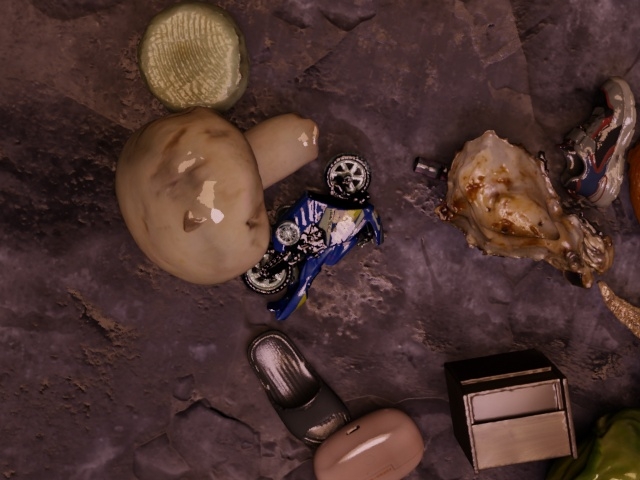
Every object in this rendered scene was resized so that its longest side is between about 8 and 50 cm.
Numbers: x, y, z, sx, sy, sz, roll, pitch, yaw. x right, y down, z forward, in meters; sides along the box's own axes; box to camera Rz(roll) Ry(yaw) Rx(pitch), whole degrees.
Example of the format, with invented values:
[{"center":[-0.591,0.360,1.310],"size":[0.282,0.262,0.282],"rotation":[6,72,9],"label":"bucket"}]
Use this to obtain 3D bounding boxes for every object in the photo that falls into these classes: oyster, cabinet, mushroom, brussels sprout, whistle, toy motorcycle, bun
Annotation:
[{"center":[0.356,-0.045,1.729],"size":[0.337,0.133,0.198],"rotation":[29,99,-4],"label":"oyster"},{"center":[0.320,0.291,1.756],"size":[0.175,0.215,0.148],"rotation":[-9,97,-1],"label":"cabinet"},{"center":[-0.155,-0.093,1.684],"size":[0.336,0.314,0.314],"rotation":[-28,97,-24],"label":"mushroom"},{"center":[0.511,0.427,1.758],"size":[0.227,0.259,0.294],"rotation":[38,53,16],"label":"brussels sprout"},{"center":[0.247,-0.109,1.801],"size":[0.176,0.033,0.033],"rotation":[17,96,-3],"label":"whistle"},{"center":[0.000,0.000,1.770],"size":[0.169,0.113,0.315],"rotation":[39,103,-15],"label":"toy motorcycle"},{"center":[-0.207,-0.300,1.723],"size":[0.195,0.118,0.195],"rotation":[0,93,3],"label":"bun"}]

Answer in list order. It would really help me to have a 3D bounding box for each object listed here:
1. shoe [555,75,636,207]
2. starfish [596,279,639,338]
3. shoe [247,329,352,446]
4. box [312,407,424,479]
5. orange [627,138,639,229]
[{"center":[0.460,-0.172,1.767],"size":[0.125,0.099,0.227],"rotation":[5,100,-5],"label":"shoe"},{"center":[0.664,0.138,1.819],"size":[0.293,0.084,0.301],"rotation":[-27,98,-2],"label":"starfish"},{"center":[-0.041,0.269,1.806],"size":[0.108,0.093,0.241],"rotation":[-36,95,1],"label":"shoe"},{"center":[0.085,0.378,1.808],"size":[0.200,0.088,0.146],"rotation":[-30,126,1],"label":"box"},{"center":[0.705,-0.074,1.771],"size":[0.310,0.274,0.274],"rotation":[36,95,-32],"label":"orange"}]
